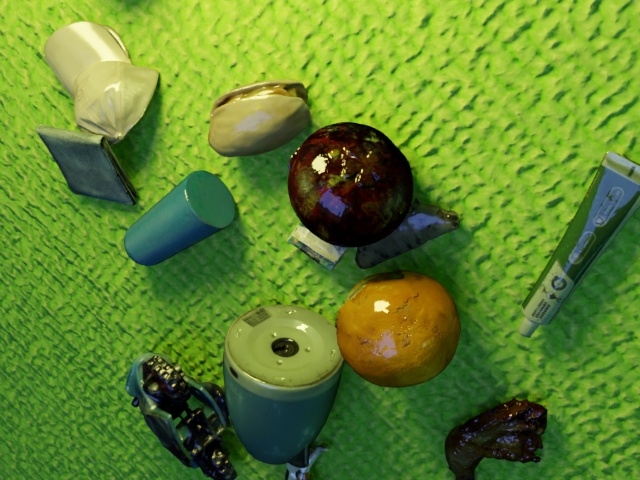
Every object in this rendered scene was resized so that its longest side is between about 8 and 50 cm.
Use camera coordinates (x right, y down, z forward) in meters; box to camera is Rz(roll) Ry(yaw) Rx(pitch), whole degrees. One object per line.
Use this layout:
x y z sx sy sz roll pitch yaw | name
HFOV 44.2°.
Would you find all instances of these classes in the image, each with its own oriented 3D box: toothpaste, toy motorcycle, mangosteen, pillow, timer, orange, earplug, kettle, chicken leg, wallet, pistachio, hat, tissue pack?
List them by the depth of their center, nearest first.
0.455 0.024 1.407 0.098 0.061 0.392 29 119 9 | toothpaste
0.038 -0.097 1.460 0.231 0.231 0.289 55 159 -9 | mangosteen
-0.123 -0.233 1.499 0.223 0.126 0.152 -25 136 26 | pistachio
0.147 0.167 1.506 0.240 0.240 0.240 10 117 19 | orange
0.152 -0.020 1.520 0.241 0.051 0.093 -25 107 32 | pillow
-0.001 0.000 1.580 0.111 0.079 0.085 36 122 4 | tissue pack
-0.468 -0.319 1.599 0.226 0.164 0.219 39 125 -24 | hat
0.353 0.431 1.641 0.177 0.083 0.322 40 122 -16 | chicken leg
-0.318 -0.030 1.682 0.273 0.132 0.132 -30 100 35 | earplug
-0.495 -0.159 1.688 0.167 0.036 0.222 12 148 18 | wallet
-0.112 0.321 1.721 0.319 0.247 0.342 43 139 36 | kettle
-0.056 0.594 1.870 0.175 0.175 0.266 9 101 19 | timer
-0.329 0.408 1.875 0.232 0.172 0.416 20 142 46 | toy motorcycle
